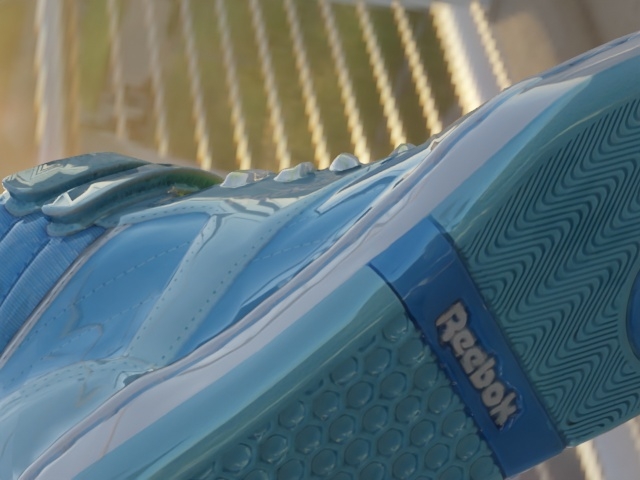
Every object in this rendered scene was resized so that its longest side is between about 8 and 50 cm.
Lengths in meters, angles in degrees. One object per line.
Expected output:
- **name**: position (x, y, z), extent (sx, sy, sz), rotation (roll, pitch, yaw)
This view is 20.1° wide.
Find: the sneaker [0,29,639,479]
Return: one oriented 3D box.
- **sneaker**: position (0.000, 0.000, 0.606), extent (0.208, 0.319, 0.127), rotation (38, 156, 53)
